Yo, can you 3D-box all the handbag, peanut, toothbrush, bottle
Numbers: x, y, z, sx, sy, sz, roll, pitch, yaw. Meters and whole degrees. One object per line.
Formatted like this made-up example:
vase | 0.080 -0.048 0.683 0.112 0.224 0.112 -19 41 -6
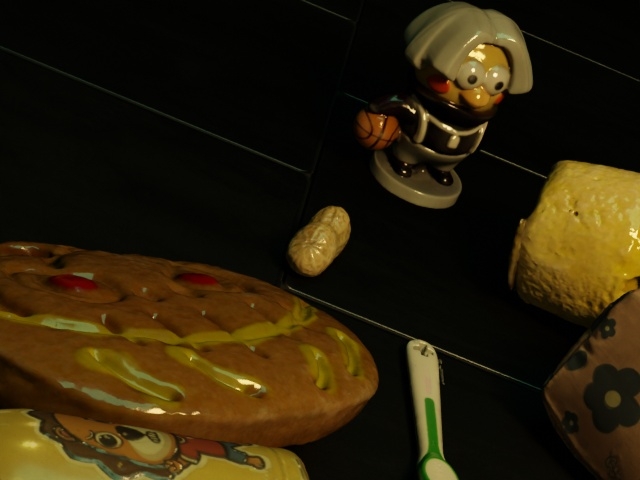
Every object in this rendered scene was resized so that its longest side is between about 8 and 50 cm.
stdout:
handbag | 0.365 0.173 1.403 0.193 0.190 0.251 -7 49 -52
peanut | 0.000 0.000 1.535 0.054 0.054 0.113 29 34 7
toothbrush | 0.103 0.206 1.292 0.042 0.040 0.418 17 30 -10
bottle | -0.190 0.194 0.963 0.351 0.172 0.171 13 31 -19

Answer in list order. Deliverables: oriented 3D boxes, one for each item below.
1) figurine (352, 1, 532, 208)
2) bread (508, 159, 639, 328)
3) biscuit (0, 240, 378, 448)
figurine | 0.142 -0.168 1.723 0.176 0.236 0.133 10 34 -27
bread | 0.305 0.013 1.620 0.170 0.197 0.197 16 28 13
biscuit | -0.147 0.069 1.219 0.350 0.070 0.394 27 18 31
